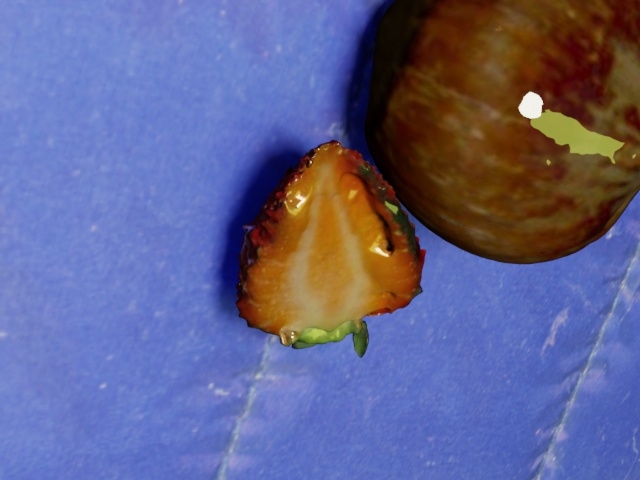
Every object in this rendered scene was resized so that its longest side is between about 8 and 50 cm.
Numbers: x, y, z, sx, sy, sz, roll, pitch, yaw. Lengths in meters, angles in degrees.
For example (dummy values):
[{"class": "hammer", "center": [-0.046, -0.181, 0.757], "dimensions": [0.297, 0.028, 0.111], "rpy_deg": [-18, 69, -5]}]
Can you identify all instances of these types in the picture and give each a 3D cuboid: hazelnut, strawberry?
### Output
[{"class": "hazelnut", "center": [0.139, -0.103, 0.812], "dimensions": [0.218, 0.218, 0.234], "rpy_deg": [8, 110, -47]}, {"class": "strawberry", "center": [-0.001, 0.003, 0.827], "dimensions": [0.140, 0.085, 0.192], "rpy_deg": [-36, 135, 10]}]
